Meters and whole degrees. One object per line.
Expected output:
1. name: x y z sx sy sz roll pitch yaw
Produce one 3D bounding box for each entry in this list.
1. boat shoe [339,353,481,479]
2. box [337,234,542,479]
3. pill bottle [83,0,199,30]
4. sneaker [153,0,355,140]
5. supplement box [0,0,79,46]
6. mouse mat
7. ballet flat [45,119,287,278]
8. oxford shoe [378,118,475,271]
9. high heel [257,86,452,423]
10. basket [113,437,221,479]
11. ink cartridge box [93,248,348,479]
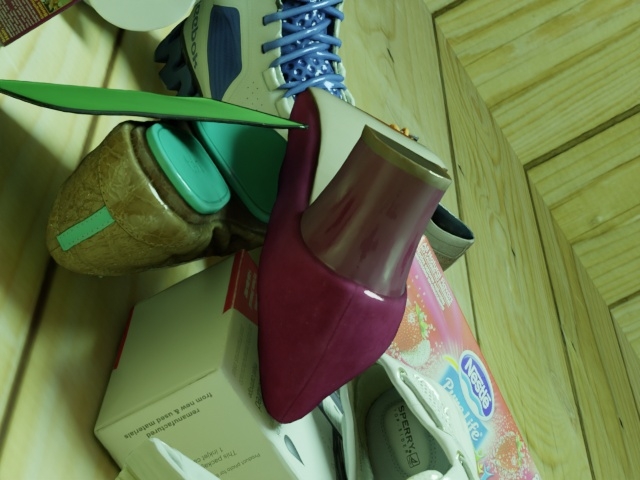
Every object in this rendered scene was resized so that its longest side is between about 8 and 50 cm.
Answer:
1. boat shoe: 0.062 0.181 1.110 0.096 0.098 0.277 46 15 -44
2. box: 0.051 0.130 1.360 0.122 0.128 0.257 -52 126 -39
3. pill bottle: -0.151 -0.280 1.515 0.146 0.146 0.264 52 17 -34
4. sneaker: -0.030 -0.140 1.496 0.127 0.182 0.315 -6 46 -34
5. supplement box: -0.201 -0.183 1.278 0.055 0.083 0.043 59 14 -12
6. mouse mat: -0.121 -0.089 1.176 0.190 0.007 0.153 4 9 -32
7. ballet flat: -0.103 -0.023 1.243 0.116 0.124 0.342 58 13 1
8. oxford shoe: 0.031 -0.097 1.843 0.363 0.133 0.130 52 18 -34
9. high heel: 0.000 0.000 1.248 0.127 0.181 0.377 30 6 -3
10. basket: -0.053 0.202 0.934 0.167 0.103 0.113 42 -2 35
11. ink cartridge box: -0.035 0.153 1.198 0.237 0.100 0.172 57 16 -20
